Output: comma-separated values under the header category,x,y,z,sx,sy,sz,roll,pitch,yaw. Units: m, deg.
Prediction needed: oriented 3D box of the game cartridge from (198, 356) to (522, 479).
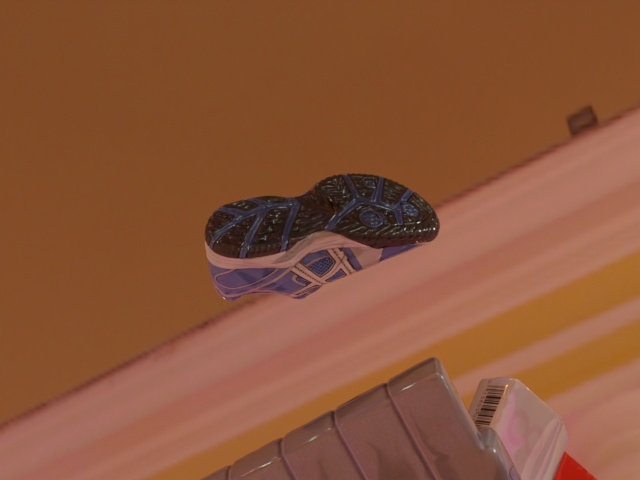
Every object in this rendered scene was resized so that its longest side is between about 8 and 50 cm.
category,x,y,z,sx,sy,sz,roll,pitch,yaw
game cartridge,0.064,0.275,0.854,0.230,0.068,0.355,-29,-84,-1

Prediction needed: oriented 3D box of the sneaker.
category,x,y,z,sx,sy,sz,roll,pitch,yaw
sneaker,0.000,0.000,1.162,0.211,0.080,0.081,-7,-42,-17

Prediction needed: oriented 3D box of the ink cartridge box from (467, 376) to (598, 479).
category,x,y,z,sx,sy,sz,roll,pitch,yaw
ink cartridge box,0.215,0.277,1.400,0.232,0.189,0.066,39,-26,-27
